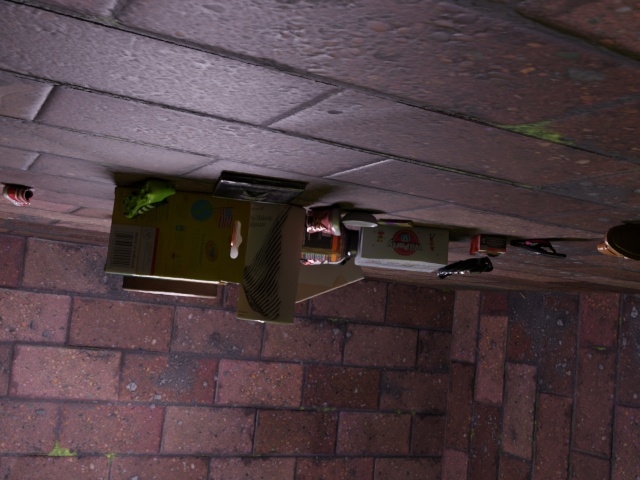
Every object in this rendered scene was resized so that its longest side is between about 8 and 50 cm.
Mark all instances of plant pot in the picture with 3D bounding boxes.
[{"bbox_3d":[-0.406,0.038,2.075,0.263,0.229,0.263,6,173,1],"label":"plant pot"}]

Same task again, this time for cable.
[{"bbox_3d":[0.392,0.078,2.028,0.151,0.047,0.184,-14,180,11],"label":"cable"}]

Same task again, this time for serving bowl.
[{"bbox_3d":[0.092,-0.052,1.732,0.083,0.027,0.083,5,174,1],"label":"serving bowl"}]

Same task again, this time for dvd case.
[{"bbox_3d":[-0.130,-0.101,1.519,0.165,0.018,0.221,6,173,-12],"label":"dvd case"}]

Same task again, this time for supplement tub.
[{"bbox_3d":[0.000,0.000,1.938,0.198,0.106,0.106,6,174,1],"label":"supplement tub"}]

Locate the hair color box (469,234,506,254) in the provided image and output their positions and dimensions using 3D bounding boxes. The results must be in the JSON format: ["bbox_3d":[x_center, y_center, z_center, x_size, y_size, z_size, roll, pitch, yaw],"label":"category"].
[{"bbox_3d":[0.442,0.016,1.976,0.072,0.043,0.141,5,173,3],"label":"hair color box"}]

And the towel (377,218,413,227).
[{"bbox_3d":[0.185,-0.042,1.826,0.083,0.009,0.060,4,175,18],"label":"towel"}]

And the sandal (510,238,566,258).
[{"bbox_3d":[0.556,0.013,1.914,0.067,0.040,0.179,15,-175,-29],"label":"sandal"}]

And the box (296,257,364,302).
[{"bbox_3d":[-0.025,0.125,2.505,0.311,0.121,0.148,-19,177,-8],"label":"box"}]

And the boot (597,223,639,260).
[{"bbox_3d":[0.652,0.010,1.613,0.197,0.072,0.152,11,177,-22],"label":"boot"}]

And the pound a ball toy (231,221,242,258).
[{"bbox_3d":[-0.202,0.034,1.954,0.136,0.208,0.319,7,174,-17],"label":"pound a ball toy"}]

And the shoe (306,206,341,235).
[{"bbox_3d":[0.007,-0.042,1.728,0.081,0.063,0.178,0,178,2],"label":"shoe"}]

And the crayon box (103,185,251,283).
[{"bbox_3d":[-0.314,-0.008,1.695,0.319,0.202,0.081,6,174,7],"label":"crayon box"}]

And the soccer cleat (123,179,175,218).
[{"bbox_3d":[-0.371,-0.085,1.608,0.072,0.060,0.179,4,163,-35],"label":"soccer cleat"}]

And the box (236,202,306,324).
[{"bbox_3d":[-0.114,0.053,1.726,0.113,0.275,0.094,-2,170,45],"label":"box"}]

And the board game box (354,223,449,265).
[{"bbox_3d":[0.212,0.023,2.016,0.224,0.097,0.303,5,175,0],"label":"board game box"}]

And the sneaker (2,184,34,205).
[{"bbox_3d":[-0.746,-0.109,1.887,0.067,0.042,0.118,8,172,5],"label":"sneaker"}]

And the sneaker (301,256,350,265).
[{"bbox_3d":[0.019,0.028,2.216,0.135,0.097,0.276,10,171,-19],"label":"sneaker"}]
